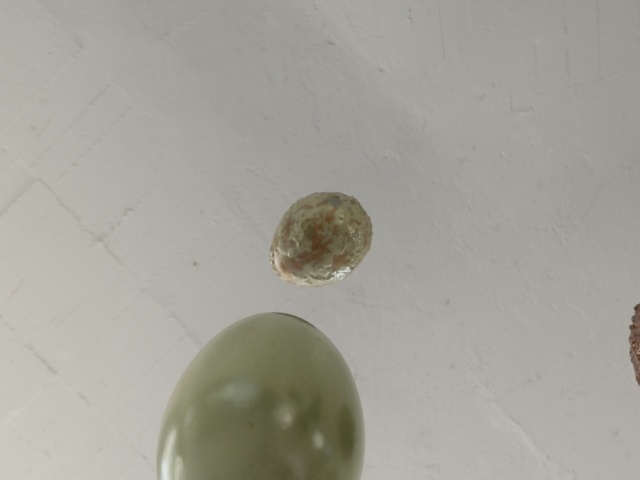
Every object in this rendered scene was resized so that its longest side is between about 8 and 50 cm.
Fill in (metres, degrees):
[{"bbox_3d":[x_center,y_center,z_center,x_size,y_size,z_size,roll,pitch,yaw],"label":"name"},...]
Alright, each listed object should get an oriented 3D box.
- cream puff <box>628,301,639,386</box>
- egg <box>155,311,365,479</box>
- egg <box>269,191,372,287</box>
[{"bbox_3d":[0.536,0.170,0.730,0.228,0.350,0.351,-17,-73,-2],"label":"cream puff"},{"bbox_3d":[-0.052,0.175,0.543,0.188,0.254,0.189,1,-50,2],"label":"egg"},{"bbox_3d":[0.000,0.000,1.204,0.233,0.195,0.195,-35,-79,-4],"label":"egg"}]
